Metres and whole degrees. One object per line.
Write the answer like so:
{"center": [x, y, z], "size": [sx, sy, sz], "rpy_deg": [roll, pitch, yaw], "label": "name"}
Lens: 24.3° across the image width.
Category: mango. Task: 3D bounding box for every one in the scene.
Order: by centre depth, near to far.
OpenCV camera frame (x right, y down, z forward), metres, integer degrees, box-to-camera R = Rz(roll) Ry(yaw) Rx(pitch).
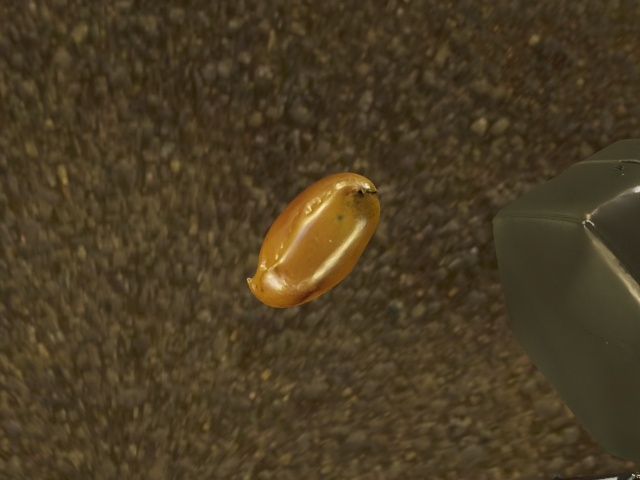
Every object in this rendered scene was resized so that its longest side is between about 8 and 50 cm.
{"center": [0.000, 0.000, 1.077], "size": [0.063, 0.077, 0.127], "rpy_deg": [33, 117, -20], "label": "mango"}

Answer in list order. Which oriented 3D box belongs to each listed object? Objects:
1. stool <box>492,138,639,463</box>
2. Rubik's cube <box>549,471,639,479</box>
{"center": [0.236, 0.041, 1.028], "size": [0.141, 0.232, 0.232], "rpy_deg": [-32, 83, -19], "label": "stool"}
{"center": [0.223, 0.364, 1.254], "size": [0.250, 0.248, 0.246], "rpy_deg": [-38, 88, -17], "label": "Rubik's cube"}
